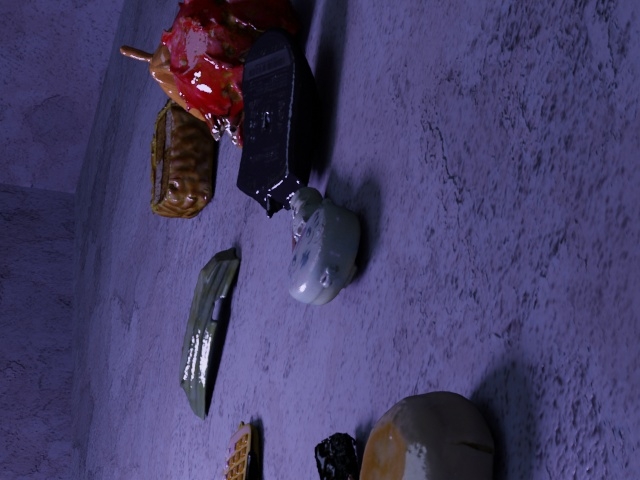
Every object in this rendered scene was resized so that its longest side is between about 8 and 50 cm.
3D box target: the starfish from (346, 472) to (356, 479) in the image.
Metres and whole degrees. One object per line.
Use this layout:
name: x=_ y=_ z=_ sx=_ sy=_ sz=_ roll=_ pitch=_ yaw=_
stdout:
starfish: x=0.078 y=0.274 z=1.389 sx=0.133 sy=0.041 sz=0.130 roll=56 pitch=-176 yaw=-1

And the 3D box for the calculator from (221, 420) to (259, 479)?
calculator: x=-0.118 y=0.374 z=2.031 sx=0.157 sy=0.033 sz=0.236 roll=132 pitch=145 yaw=-63

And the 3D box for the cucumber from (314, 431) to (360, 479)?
cucumber: x=0.025 y=0.287 z=1.563 sx=0.053 sy=0.053 sz=0.181 roll=117 pitch=153 yaw=-48

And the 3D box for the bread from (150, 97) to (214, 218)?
bread: x=-0.253 y=-0.149 z=2.603 sx=0.181 sy=0.096 sz=0.222 roll=136 pitch=137 yaw=-64

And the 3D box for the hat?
hat: x=-0.211 y=-0.282 z=2.286 sx=0.244 sy=0.233 sz=0.233 roll=134 pitch=142 yaw=-61

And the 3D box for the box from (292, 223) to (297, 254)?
box: x=-0.021 y=0.017 z=1.877 sx=0.048 sy=0.025 sz=0.115 roll=124 pitch=149 yaw=-59

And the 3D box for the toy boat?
toy boat: x=-0.190 y=0.153 z=2.324 sx=0.093 sy=0.055 sz=0.293 roll=-121 pitch=42 yaw=-69

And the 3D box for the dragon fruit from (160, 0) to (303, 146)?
dragon fruit: x=-0.132 y=-0.273 z=2.097 sx=0.205 sy=0.210 sz=0.268 roll=-76 pitch=-11 yaw=-88

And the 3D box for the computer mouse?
computer mouse: x=-0.046 y=-0.156 z=1.934 sx=0.147 sy=0.088 sz=0.264 roll=-6 pitch=75 yaw=56

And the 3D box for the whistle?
whistle: x=0.000 y=0.000 z=1.752 sx=0.126 sy=0.067 sz=0.258 roll=-62 pitch=18 yaw=17

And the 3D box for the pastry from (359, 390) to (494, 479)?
pastry: x=0.097 y=0.212 z=1.285 sx=0.156 sy=0.092 sz=0.156 roll=-33 pitch=53 yaw=58
